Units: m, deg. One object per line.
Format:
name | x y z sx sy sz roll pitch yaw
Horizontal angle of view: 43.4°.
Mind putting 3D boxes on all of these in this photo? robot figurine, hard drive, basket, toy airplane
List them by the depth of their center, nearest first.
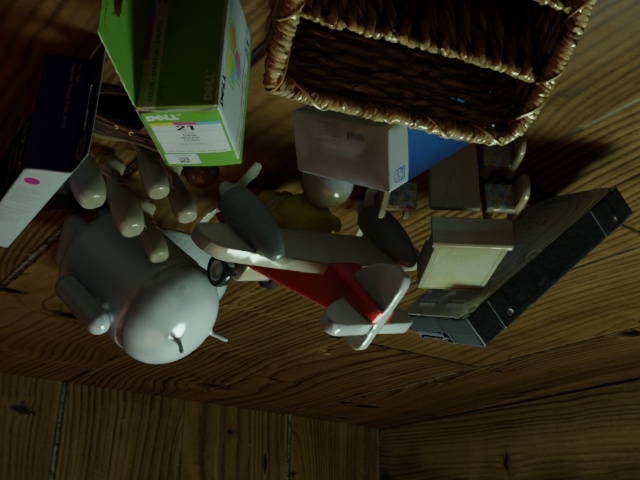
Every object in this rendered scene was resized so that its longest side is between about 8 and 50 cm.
basket | 0.115 -0.248 0.768 0.299 0.223 0.213 11 155 -21
toy airplane | 0.000 0.000 1.304 0.385 0.272 0.386 16 -171 -1
hard drive | 0.312 0.040 1.313 0.064 0.339 0.237 53 165 -8
hard drive | -0.472 -0.091 1.423 0.094 0.022 0.135 2 157 -2
robot figurine | -0.324 0.083 1.444 0.300 0.353 0.199 -22 143 -50

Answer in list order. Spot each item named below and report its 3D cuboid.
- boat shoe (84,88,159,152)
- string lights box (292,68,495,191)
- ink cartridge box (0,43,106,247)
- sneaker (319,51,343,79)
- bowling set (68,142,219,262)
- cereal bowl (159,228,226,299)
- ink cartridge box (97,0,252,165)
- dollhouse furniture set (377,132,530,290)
boat shoe | -0.247 -0.172 1.157 0.207 0.073 0.073 5 159 -11
string lights box | 0.103 -0.148 0.952 0.133 0.076 0.260 18 -146 37
ink cartridge box | -0.402 -0.130 1.130 0.069 0.175 0.371 18 152 -33
sneaker | -0.003 -0.221 0.973 0.090 0.115 0.232 8 156 -15
bowling set | -0.261 -0.105 1.277 0.200 0.154 0.287 -26 152 2
cereal bowl | -0.365 0.098 1.722 0.339 0.141 0.339 0 156 0
ink cartridge box | -0.149 -0.222 0.882 0.097 0.188 0.255 0 157 5
dollhouse furniture set | 0.197 -0.070 1.161 0.212 0.242 0.161 2 156 -2
